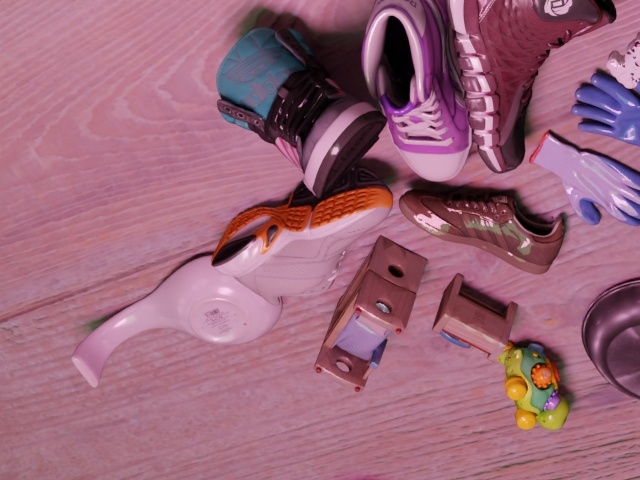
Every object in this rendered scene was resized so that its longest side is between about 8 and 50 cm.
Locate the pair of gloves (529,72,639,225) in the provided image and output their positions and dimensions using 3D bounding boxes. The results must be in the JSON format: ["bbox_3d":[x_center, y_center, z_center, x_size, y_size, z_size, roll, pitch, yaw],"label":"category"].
[{"bbox_3d":[0.318,-0.092,1.891,0.159,0.023,0.198,29,132,-6],"label":"pair of gloves"}]

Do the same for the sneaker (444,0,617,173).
[{"bbox_3d":[0.224,-0.187,1.792,0.162,0.106,0.281,-7,133,12],"label":"sneaker"}]

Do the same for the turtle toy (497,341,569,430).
[{"bbox_3d":[0.256,0.177,2.108,0.066,0.095,0.130,-18,125,6],"label":"turtle toy"}]

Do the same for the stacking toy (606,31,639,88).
[{"bbox_3d":[0.370,-0.161,1.715,0.221,0.167,0.052,43,129,-17],"label":"stacking toy"}]

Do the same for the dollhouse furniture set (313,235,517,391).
[{"bbox_3d":[0.111,0.114,2.069,0.183,0.129,0.129,27,133,-4],"label":"dollhouse furniture set"}]

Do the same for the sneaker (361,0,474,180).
[{"bbox_3d":[0.091,-0.147,1.831,0.102,0.161,0.282,0,130,18],"label":"sneaker"}]

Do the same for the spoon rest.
[{"bbox_3d":[-0.178,0.096,2.204,0.276,0.084,0.137,-21,122,17],"label":"spoon rest"}]

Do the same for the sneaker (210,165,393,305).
[{"bbox_3d":[0.000,0.000,2.045,0.262,0.099,0.121,-22,127,41],"label":"sneaker"}]

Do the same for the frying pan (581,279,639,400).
[{"bbox_3d":[0.448,0.107,2.006,0.326,0.053,0.197,-19,123,34],"label":"frying pan"}]

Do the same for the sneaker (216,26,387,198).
[{"bbox_3d":[-0.026,-0.144,1.834,0.178,0.295,0.124,42,88,1],"label":"sneaker"}]

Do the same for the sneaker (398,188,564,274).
[{"bbox_3d":[0.183,-0.030,1.977,0.188,0.066,0.071,22,117,-7],"label":"sneaker"}]
